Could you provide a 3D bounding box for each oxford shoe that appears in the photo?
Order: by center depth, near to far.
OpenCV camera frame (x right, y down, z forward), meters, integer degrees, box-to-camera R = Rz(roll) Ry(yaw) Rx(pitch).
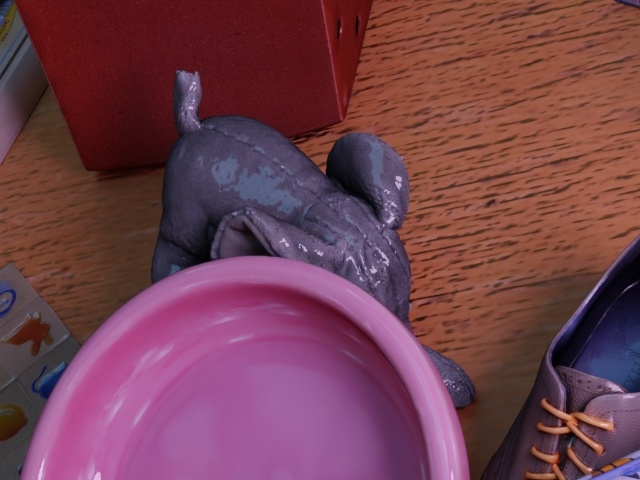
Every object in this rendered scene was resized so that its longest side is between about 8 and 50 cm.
[{"bbox_3d":[0.150,0.146,0.894,0.130,0.133,0.364,16,63,30],"label":"oxford shoe"}]

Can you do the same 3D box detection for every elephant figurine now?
[{"bbox_3d":[0.000,0.000,1.033,0.239,0.186,0.169,16,82,43],"label":"elephant figurine"}]

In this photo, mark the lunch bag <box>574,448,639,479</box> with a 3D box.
[{"bbox_3d":[0.229,0.222,0.737,0.303,0.115,0.243,-14,53,-28],"label":"lunch bag"}]

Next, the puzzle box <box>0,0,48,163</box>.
[{"bbox_3d":[-0.374,-0.207,1.431,0.272,0.052,0.409,9,59,27],"label":"puzzle box"}]

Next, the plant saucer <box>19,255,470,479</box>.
[{"bbox_3d":[-0.048,0.178,0.936,0.332,0.084,0.332,-8,71,26],"label":"plant saucer"}]

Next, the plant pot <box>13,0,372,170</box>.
[{"bbox_3d":[-0.085,-0.229,1.208,0.235,0.267,0.267,5,57,11],"label":"plant pot"}]

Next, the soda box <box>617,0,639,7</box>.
[{"bbox_3d":[0.335,-0.210,1.125,0.210,0.067,0.071,25,68,34],"label":"soda box"}]

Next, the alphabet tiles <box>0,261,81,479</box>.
[{"bbox_3d":[-0.311,0.169,1.151,0.285,0.011,0.342,-40,50,-9],"label":"alphabet tiles"}]
